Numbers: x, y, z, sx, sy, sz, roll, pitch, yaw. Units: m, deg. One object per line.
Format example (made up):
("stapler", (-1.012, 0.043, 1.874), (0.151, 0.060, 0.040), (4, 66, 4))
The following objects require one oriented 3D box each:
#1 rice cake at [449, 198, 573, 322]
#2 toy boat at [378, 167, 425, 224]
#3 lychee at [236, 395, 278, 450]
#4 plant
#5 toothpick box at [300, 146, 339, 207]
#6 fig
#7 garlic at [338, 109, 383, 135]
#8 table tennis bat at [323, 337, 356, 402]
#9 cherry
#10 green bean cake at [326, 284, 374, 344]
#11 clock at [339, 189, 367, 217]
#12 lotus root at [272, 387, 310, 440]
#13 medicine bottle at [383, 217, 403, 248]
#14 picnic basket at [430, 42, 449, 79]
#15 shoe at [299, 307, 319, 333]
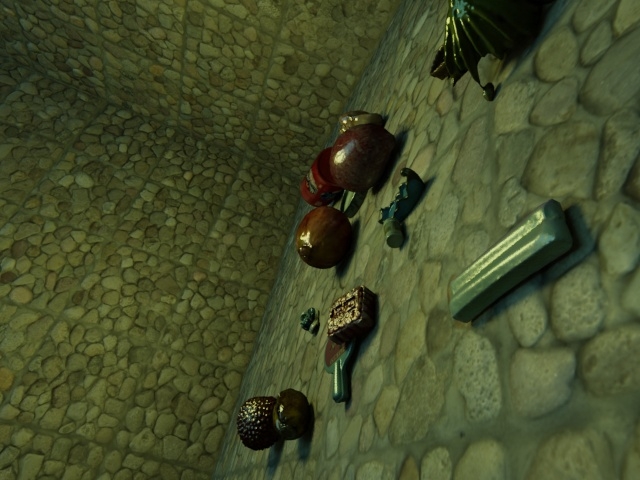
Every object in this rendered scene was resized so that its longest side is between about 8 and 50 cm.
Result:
("rice cake", (0.262, 0.037, 0.591), (0.221, 0.042, 0.080), (121, 165, -46))
("toy boat", (0.207, -0.115, 1.082), (0.185, 0.077, 0.075), (123, 165, -49))
("lychee", (-0.213, 0.649, 1.441), (0.188, 0.188, 0.187), (-159, 90, -80))
("plant", (0.281, -0.474, 0.798), (0.251, 0.334, 0.180), (-52, 31, 20))
("toothpick box", (0.031, -0.309, 2.049), (0.333, 0.204, 0.204), (142, 148, -71))
("fig", (0.009, -0.003, 1.539), (0.224, 0.224, 0.262), (122, 162, -45))
("garlic", (0.180, -0.495, 1.815), (0.214, 0.192, 0.160), (-118, 25, -62))
("table tennis bat", (0.053, 0.314, 1.079), (0.152, 0.040, 0.244), (-53, 20, 33))
("cherry", (0.146, -0.301, 1.455), (0.300, 0.203, 0.230), (-35, 31, 48))
("green bean cake", (0.078, 0.194, 1.074), (0.135, 0.056, 0.135), (-38, 24, 31))
("clock", (0.143, -0.203, 1.684), (0.226, 0.049, 0.225), (-159, 90, -79))
("lotus root", (-0.087, 0.518, 1.225), (0.209, 0.120, 0.120), (-107, 39, -75))
("medicine bottle", (0.190, -0.021, 1.066), (0.083, 0.047, 0.047), (-87, 21, -57))
("picnic basket", (0.375, -0.521, 1.110), (0.193, 0.055, 0.110), (160, 131, -77))
("shoe", (-0.045, 0.301, 1.562), (0.143, 0.071, 0.063), (-84, 18, -71))
